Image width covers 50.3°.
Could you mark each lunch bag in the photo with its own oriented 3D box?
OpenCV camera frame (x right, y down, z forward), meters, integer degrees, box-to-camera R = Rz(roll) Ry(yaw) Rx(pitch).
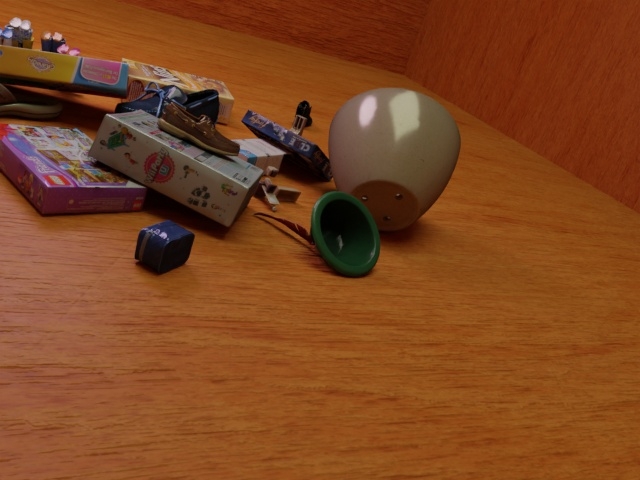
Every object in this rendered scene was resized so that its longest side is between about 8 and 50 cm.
[{"bbox_3d":[-0.266,0.006,1.159,0.065,0.067,0.098,28,23,18],"label":"lunch bag"}]

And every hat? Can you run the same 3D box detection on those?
[{"bbox_3d":[0.000,0.000,1.448,0.173,0.184,0.208,-11,78,-40],"label":"hat"}]

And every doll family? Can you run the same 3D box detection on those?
[{"bbox_3d":[-0.744,-0.493,1.810,0.263,0.163,0.118,14,55,-15],"label":"doll family"}]

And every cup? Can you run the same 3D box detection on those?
[{"bbox_3d":[0.166,-0.162,1.639,0.331,0.331,0.236,17,49,-6],"label":"cup"}]

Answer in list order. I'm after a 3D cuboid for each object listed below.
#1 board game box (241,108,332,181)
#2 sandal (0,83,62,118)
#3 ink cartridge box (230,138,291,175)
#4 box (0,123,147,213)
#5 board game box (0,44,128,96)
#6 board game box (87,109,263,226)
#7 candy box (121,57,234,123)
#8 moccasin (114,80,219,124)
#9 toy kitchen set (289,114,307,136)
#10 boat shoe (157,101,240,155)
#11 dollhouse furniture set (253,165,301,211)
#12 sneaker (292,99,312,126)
[{"bbox_3d":[-0.083,-0.257,1.847,0.243,0.042,0.165,31,-4,28],"label":"board game box"},{"bbox_3d":[-0.729,-0.331,1.528,0.120,0.086,0.303,35,27,32],"label":"sandal"},{"bbox_3d":[-0.170,-0.213,1.745,0.104,0.060,0.180,32,25,27],"label":"ink cartridge box"},{"bbox_3d":[-0.502,-0.143,1.322,0.201,0.057,0.293,-4,32,-47],"label":"box"},{"bbox_3d":[-0.631,-0.405,1.654,0.317,0.064,0.242,5,5,-16],"label":"board game box"},{"bbox_3d":[-0.283,-0.156,1.396,0.303,0.097,0.224,28,13,-4],"label":"board game box"},{"bbox_3d":[-0.431,-0.443,2.023,0.317,0.087,0.183,9,25,-25],"label":"candy box"},{"bbox_3d":[-0.410,-0.369,1.832,0.138,0.116,0.342,29,25,22],"label":"moccasin"},{"bbox_3d":[-0.100,-0.354,2.104,0.068,0.075,0.083,28,20,21],"label":"toy kitchen set"},{"bbox_3d":[-0.243,-0.227,1.402,0.178,0.060,0.064,23,13,-19],"label":"boat shoe"},{"bbox_3d":[-0.079,-0.108,1.572,0.114,0.091,0.081,5,41,-37],"label":"dollhouse furniture set"},{"bbox_3d":[-0.053,-0.432,2.302,0.051,0.089,0.170,23,23,7],"label":"sneaker"}]
